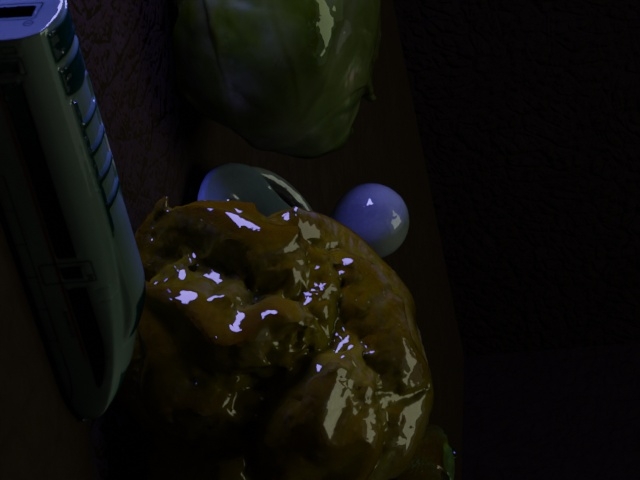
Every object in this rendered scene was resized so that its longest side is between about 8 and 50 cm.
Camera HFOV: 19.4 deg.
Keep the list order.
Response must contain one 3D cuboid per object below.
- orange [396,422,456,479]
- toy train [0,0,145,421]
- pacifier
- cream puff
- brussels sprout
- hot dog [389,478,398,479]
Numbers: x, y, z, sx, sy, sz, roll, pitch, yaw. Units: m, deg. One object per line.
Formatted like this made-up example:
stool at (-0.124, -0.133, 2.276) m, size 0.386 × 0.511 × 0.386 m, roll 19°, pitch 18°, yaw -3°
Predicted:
orange at (0.100, 0.403, 2.588) m, size 0.262 × 0.196 × 0.334 m, roll -53°, pitch -155°, yaw 37°
toy train at (-0.201, -0.014, 1.528) m, size 0.086 × 0.088 × 0.407 m, roll -82°, pitch 165°, yaw -52°
pacifier at (0.000, 0.000, 2.119) m, size 0.299 × 0.233 × 0.244 m, roll 37°, pitch 41°, yaw -37°
cream puff at (-0.071, 0.107, 1.728) m, size 0.257 × 0.291 × 0.324 m, roll 45°, pitch 56°, yaw -40°
brussels sprout at (-0.052, -0.248, 2.062) m, size 0.328 × 0.247 × 0.328 m, roll 9°, pitch 90°, yaw -87°
hot dog at (0.011, 0.421, 2.277) m, size 0.387 × 0.174 × 0.267 m, roll -24°, pitch 106°, yaw -69°
